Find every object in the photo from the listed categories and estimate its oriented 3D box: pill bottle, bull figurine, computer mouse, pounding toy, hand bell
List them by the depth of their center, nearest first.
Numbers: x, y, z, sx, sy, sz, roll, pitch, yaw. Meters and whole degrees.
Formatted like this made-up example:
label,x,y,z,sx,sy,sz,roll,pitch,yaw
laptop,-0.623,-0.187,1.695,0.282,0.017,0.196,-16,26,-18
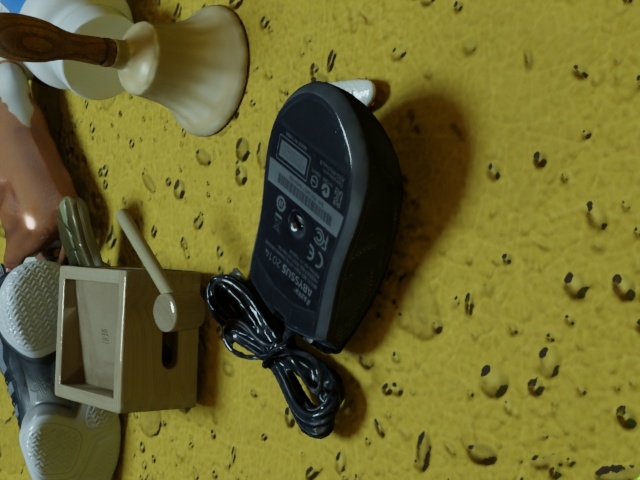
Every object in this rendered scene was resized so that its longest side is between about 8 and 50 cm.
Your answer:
label,x,y,z,sx,sy,sz,roll,pitch,yaw
computer mouse,0.000,0.000,0.819,0.188,0.072,0.272,47,133,38
hand bell,-0.198,-0.166,0.919,0.126,0.242,0.126,-4,85,50
pounding toy,-0.152,0.063,0.963,0.206,0.094,0.181,2,89,49
pill bottle,-0.272,-0.233,1.101,0.221,0.124,0.124,41,117,42
bull figurine,-0.355,-0.085,1.208,0.188,0.101,0.310,-55,47,36

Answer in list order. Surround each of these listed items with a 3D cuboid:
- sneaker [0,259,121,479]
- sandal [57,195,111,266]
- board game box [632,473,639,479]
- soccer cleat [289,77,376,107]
label,x,y,z,sx,sy,sz,roll,pitch,yaw
sneaker,-0.294,0.148,1.103,0.153,0.101,0.268,5,107,54
sandal,-0.228,0.038,1.081,0.072,0.049,0.180,9,112,53
board game box,0.187,0.157,0.564,0.181,0.092,0.043,-55,51,31
soccer cleat,0.010,-0.113,0.832,0.083,0.036,0.029,-1,87,49
